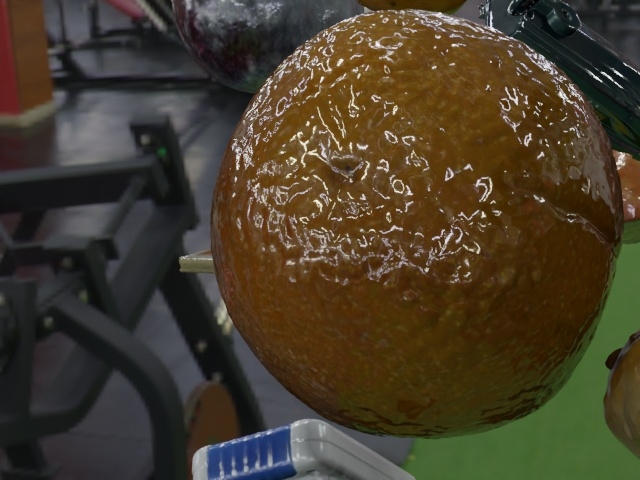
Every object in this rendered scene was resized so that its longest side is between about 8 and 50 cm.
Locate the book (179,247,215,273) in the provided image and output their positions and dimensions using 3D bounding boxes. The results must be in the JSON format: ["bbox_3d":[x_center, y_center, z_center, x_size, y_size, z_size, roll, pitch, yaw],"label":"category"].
[{"bbox_3d":[0.000,-0.001,1.246,0.170,0.018,0.242,2,14,45],"label":"book"}]

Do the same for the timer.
[{"bbox_3d":[-0.012,0.289,1.396,0.178,0.078,0.253,-20,-34,25],"label":"timer"}]

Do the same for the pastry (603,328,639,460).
[{"bbox_3d":[0.352,0.067,0.831,0.316,0.184,0.284,-40,-10,-5],"label":"pastry"}]

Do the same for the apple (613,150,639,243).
[{"bbox_3d":[0.472,-0.086,1.635,0.293,0.163,0.251,-4,-12,-8],"label":"apple"}]

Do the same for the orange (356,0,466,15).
[{"bbox_3d":[0.093,-0.303,1.309,0.134,0.154,0.155,-15,7,39],"label":"orange"}]

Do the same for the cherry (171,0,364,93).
[{"bbox_3d":[-0.068,-0.304,1.601,0.255,0.218,0.296,24,30,-14],"label":"cherry"}]

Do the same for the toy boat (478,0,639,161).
[{"bbox_3d":[0.300,-0.172,1.396,0.296,0.122,0.114,32,43,-22],"label":"toy boat"}]

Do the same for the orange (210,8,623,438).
[{"bbox_3d":[0.079,-0.006,0.950,0.322,0.322,0.357,3,-13,16],"label":"orange"}]
